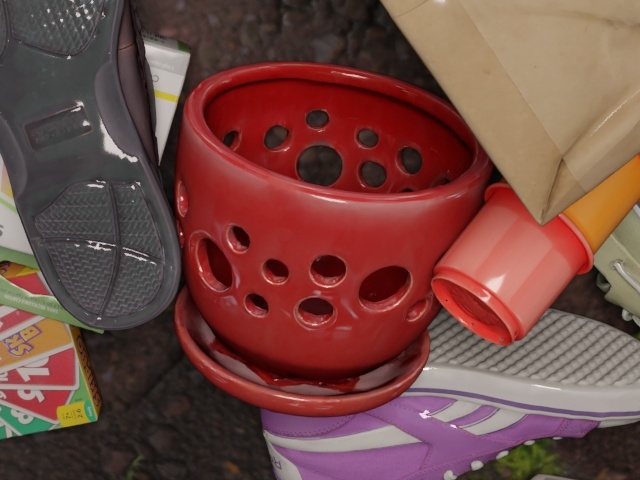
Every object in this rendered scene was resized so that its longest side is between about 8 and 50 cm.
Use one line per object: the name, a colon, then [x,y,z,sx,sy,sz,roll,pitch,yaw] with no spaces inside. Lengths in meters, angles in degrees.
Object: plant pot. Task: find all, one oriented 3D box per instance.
plant pot: [0.000,0.000,0.841,0.191,0.191,0.174,6,122,-5]

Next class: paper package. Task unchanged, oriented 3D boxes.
paper package: [0.079,-0.217,0.670,0.168,0.325,0.309,-33,112,12]

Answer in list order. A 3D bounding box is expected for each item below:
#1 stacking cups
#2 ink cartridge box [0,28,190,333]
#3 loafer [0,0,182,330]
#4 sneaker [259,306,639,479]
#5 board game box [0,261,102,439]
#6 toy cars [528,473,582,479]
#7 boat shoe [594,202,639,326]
stacking cups: [0.182,-0.072,0.788,0.096,0.096,0.316,46,76,-19]
ink cartridge box: [-0.164,-0.041,0.860,0.109,0.062,0.209,16,102,-10]
loafer: [-0.149,-0.100,0.769,0.109,0.095,0.303,-12,104,1]
sneaker: [0.099,0.133,0.954,0.282,0.102,0.161,2,118,8]
board game box: [-0.298,0.094,0.949,0.259,0.039,0.124,-10,112,5]
toy cars: [0.271,0.191,0.984,0.393,0.087,0.176,-13,139,7]
boat shoe: [0.233,0.010,0.907,0.094,0.109,0.302,-33,101,25]
